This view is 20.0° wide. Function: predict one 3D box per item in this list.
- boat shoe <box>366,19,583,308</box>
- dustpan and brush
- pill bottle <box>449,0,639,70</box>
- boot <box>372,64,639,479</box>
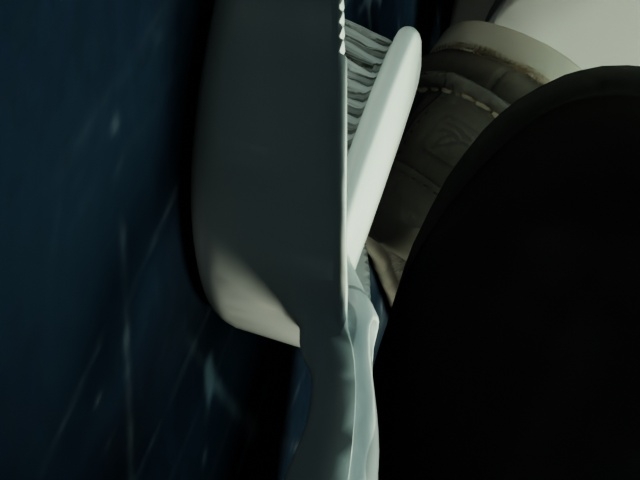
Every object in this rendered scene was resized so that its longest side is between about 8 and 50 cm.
[{"bbox_3d":[0.069,0.040,0.763,0.095,0.112,0.335,-52,153,-19],"label":"boat shoe"},{"bbox_3d":[0.000,0.000,0.460,0.147,0.060,0.211,84,18,-50],"label":"dustpan and brush"},{"bbox_3d":[0.159,-0.110,0.889,0.318,0.176,0.176,-56,151,-66],"label":"pill bottle"},{"bbox_3d":[0.042,0.111,0.470,0.260,0.131,0.347,14,93,-79],"label":"boot"}]
